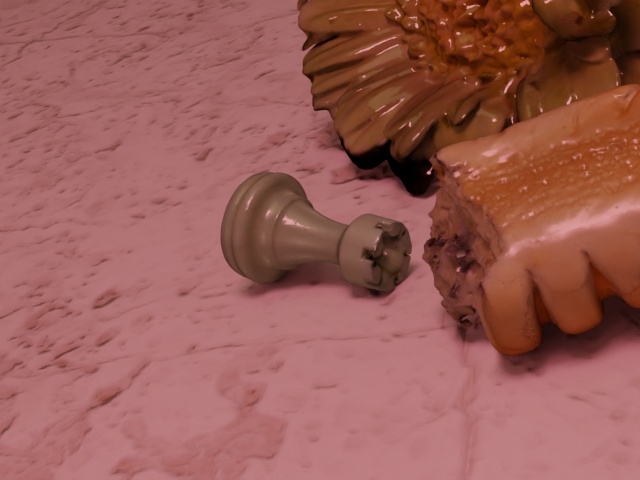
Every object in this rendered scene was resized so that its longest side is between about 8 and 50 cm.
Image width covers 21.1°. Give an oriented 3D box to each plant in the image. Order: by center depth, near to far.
[{"bbox_3d":[0.112,-0.145,1.147,0.261,0.297,0.306,-36,65,13],"label":"plant"}]

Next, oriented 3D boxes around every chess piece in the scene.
[{"bbox_3d":[0.000,0.000,1.001,0.103,0.067,0.067,14,38,34],"label":"chess piece"}]

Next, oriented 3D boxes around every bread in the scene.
[{"bbox_3d":[0.134,-0.010,0.872,0.177,0.084,0.119,-20,47,12],"label":"bread"}]
